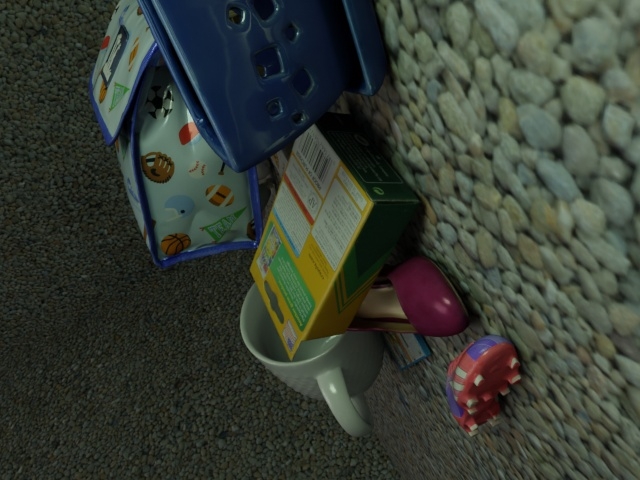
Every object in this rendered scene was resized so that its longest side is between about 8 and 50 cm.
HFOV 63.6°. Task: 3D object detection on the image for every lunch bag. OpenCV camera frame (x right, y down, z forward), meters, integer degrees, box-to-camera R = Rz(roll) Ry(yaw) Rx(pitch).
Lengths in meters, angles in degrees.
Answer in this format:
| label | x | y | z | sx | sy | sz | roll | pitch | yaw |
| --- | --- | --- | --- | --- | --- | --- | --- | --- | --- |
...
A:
| label | x | y | z | sx | sy | sz | roll | pitch | yaw |
| --- | --- | --- | --- | --- | --- | --- | --- | --- | --- |
| lunch bag | -0.252 | -0.205 | 0.880 | 0.328 | 0.238 | 0.386 | -126 | 30 | -46 |

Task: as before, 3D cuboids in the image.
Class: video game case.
| label | x | y | z | sx | sy | sz | roll | pitch | yaw |
| --- | --- | --- | --- | --- | --- | --- | --- | --- | --- |
| video game case | 0.158 | 0.187 | 1.017 | 0.119 | 0.015 | 0.166 | 62 | 163 | 17 |

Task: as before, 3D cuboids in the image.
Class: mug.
| label | x | y | z | sx | sy | sz | roll | pitch | yaw |
| --- | --- | --- | --- | --- | --- | --- | --- | --- | --- |
| mug | 0.024 | 0.262 | 1.171 | 0.328 | 0.276 | 0.374 | 59 | -174 | -47 |

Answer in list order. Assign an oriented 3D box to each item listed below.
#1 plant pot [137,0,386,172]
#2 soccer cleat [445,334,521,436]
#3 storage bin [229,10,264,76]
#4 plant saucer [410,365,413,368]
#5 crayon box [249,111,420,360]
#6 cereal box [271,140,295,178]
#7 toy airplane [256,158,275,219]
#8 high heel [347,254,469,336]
| label | x | y | z | sx | sy | sz | roll | pitch | yaw |
| --- | --- | --- | --- | --- | --- | --- | --- | --- | --- |
| plant pot | -0.071 | -0.242 | 0.575 | 0.236 | 0.212 | 0.236 | 47 | 161 | 61 |
| soccer cleat | 0.198 | 0.177 | 0.676 | 0.248 | 0.083 | 0.095 | 72 | 172 | -51 |
| storage bin | -0.148 | -0.374 | 0.892 | 0.262 | 0.123 | 0.260 | 53 | 166 | 49 |
| plant saucer | 0.177 | 0.228 | 1.086 | 0.083 | 0.015 | 0.083 | 60 | 169 | 20 |
| crayon box | 0.000 | 0.000 | 0.774 | 0.203 | 0.083 | 0.323 | 59 | 139 | 36 |
| cereal box | -0.079 | -0.192 | 1.219 | 0.240 | 0.047 | 0.173 | 62 | 170 | 8 |
| toy airplane | -0.289 | -0.203 | 1.636 | 0.386 | 0.272 | 0.385 | -46 | -53 | -66 |
| high heel | 0.082 | 0.113 | 0.792 | 0.127 | 0.181 | 0.377 | 63 | 170 | -1 |
